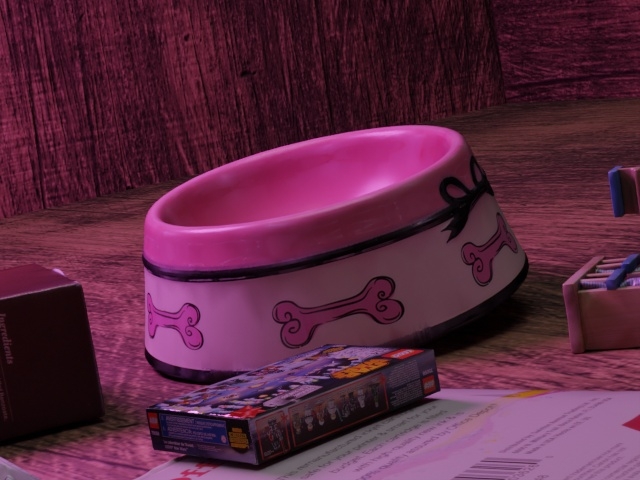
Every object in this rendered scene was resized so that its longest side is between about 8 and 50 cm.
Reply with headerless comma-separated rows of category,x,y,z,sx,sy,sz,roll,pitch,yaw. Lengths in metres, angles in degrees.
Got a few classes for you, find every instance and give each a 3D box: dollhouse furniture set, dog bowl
dollhouse furniture set,0.293,-0.006,1.587,0.129,0.183,0.129,-6,9,23
dog bowl,0.000,0.000,1.799,0.408,0.150,0.408,-13,16,4

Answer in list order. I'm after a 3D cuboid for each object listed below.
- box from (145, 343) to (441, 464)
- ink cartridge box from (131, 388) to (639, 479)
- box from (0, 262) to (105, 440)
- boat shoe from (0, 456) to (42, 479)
box,-0.014,0.088,0.966,0.137,0.027,0.094,-17,11,-40
ink cartridge box,0.074,0.163,0.897,0.306,0.131,0.226,-5,9,38
box,-0.411,0.129,1.609,0.381,0.143,0.191,-14,9,-19
boat shoe,-0.255,0.187,1.190,0.094,0.109,0.302,-57,17,-16
